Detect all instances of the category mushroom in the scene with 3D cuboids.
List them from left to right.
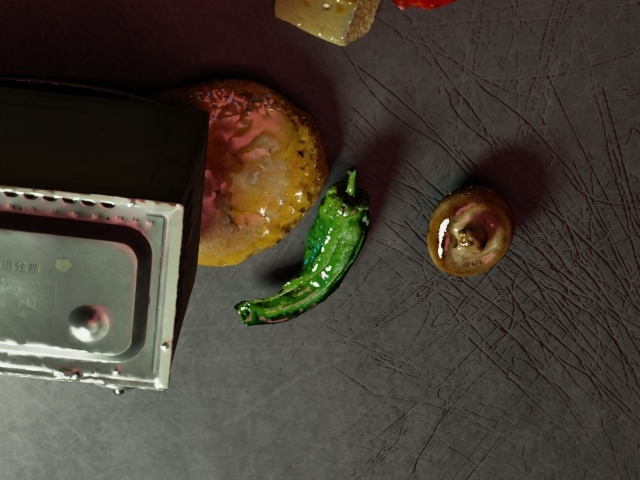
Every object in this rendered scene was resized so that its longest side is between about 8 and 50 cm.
[{"bbox_3d":[0.185,-0.013,2.093,0.109,0.085,0.126,-9,131,-50],"label":"mushroom"}]

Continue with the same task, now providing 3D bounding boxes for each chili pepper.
[{"bbox_3d":[0.000,0.000,2.060,0.122,0.065,0.279,-11,141,-48],"label":"chili pepper"}]

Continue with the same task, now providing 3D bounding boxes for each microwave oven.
[{"bbox_3d":[-0.333,-0.008,1.812,0.394,0.333,0.247,7,116,0],"label":"microwave oven"}]

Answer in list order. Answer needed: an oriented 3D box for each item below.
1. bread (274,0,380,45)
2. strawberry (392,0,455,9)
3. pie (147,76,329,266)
[{"bbox_3d":[0.006,-0.276,1.921,0.109,0.080,0.084,25,120,14],"label":"bread"},{"bbox_3d":[0.164,-0.347,1.786,0.280,0.150,0.253,29,95,-34],"label":"strawberry"},{"bbox_3d":[-0.122,-0.081,1.991,0.273,0.069,0.273,-7,120,-11],"label":"pie"}]
